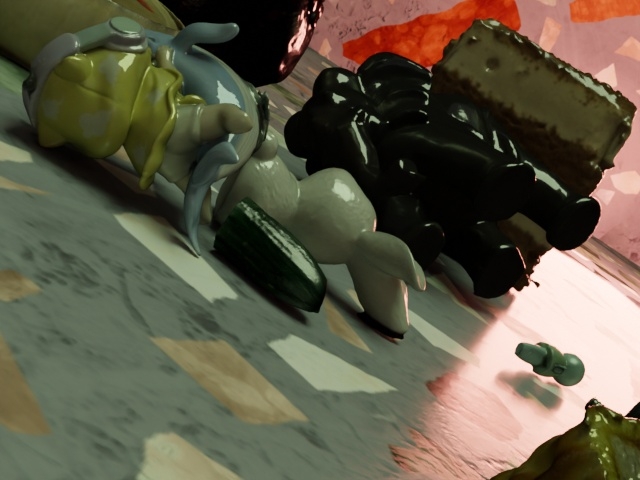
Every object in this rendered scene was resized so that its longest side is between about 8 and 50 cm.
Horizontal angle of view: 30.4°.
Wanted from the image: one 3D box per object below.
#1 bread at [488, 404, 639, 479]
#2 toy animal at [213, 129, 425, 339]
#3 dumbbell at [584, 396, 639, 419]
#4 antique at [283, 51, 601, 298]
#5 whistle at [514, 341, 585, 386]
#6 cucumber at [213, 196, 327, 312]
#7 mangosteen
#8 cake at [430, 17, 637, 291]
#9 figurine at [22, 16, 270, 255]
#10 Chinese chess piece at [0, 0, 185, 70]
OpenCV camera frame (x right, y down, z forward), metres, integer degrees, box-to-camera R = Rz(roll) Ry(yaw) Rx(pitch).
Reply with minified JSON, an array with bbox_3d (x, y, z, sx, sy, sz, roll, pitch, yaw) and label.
[{"bbox_3d":[0.178,0.182,0.581,0.222,0.096,0.181,25,34,-34],"label":"bread"},{"bbox_3d":[0.000,0.000,0.985,0.182,0.131,0.127,24,46,-12],"label":"toy animal"},{"bbox_3d":[0.289,0.190,0.907,0.208,0.099,0.099,40,13,28],"label":"dumbbell"},{"bbox_3d":[0.118,-0.072,1.302,0.322,0.185,0.255,13,28,-45],"label":"antique"},{"bbox_3d":[0.230,0.122,1.179,0.100,0.035,0.035,24,15,-35],"label":"whistle"},{"bbox_3d":[-0.033,0.014,0.883,0.105,0.048,0.048,40,13,21],"label":"cucumber"},{"bbox_3d":[-0.134,-0.340,1.572,0.288,0.233,0.287,21,36,-16],"label":"mangosteen"},{"bbox_3d":[0.234,-0.121,1.559,0.282,0.290,0.256,31,10,4],"label":"cake"},{"bbox_3d":[-0.122,-0.094,0.882,0.184,0.128,0.208,-3,45,-32],"label":"figurine"},{"bbox_3d":[-0.251,-0.229,1.145,0.250,0.103,0.250,34,13,-9],"label":"Chinese chess piece"}]
